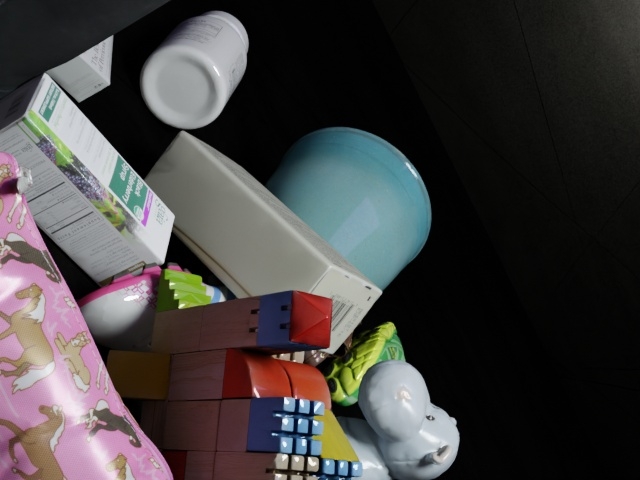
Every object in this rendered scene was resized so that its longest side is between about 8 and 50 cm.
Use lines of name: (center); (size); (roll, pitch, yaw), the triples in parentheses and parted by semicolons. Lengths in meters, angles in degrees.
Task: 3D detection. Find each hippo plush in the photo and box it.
hippo plush: (0.064, 0.296, 1.324); (0.294, 0.236, 0.234); (63, 21, -7)

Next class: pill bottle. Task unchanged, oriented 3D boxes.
pill bottle: (-0.184, -0.272, 1.502); (0.131, 0.131, 0.229); (57, 23, -21)

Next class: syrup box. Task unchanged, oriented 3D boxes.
syrup box: (-0.276, -0.060, 1.108); (0.237, 0.096, 0.093); (50, 25, -31)

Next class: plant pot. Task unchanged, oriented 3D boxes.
plant pot: (0.000, 0.000, 1.498); (0.272, 0.271, 0.255); (59, 37, -15)

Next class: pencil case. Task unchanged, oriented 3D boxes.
pencil case: (-0.271, 0.106, 0.839); (0.386, 0.167, 0.160); (65, 23, -2)

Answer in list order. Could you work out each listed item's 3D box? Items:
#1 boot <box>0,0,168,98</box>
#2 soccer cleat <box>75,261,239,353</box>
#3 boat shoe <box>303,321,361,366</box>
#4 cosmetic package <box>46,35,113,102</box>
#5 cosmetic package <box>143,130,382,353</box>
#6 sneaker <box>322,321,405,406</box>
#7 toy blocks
boot: (-0.302, -0.300, 0.820); (0.367, 0.445, 0.146); (48, 27, -38)
soccer cleat: (-0.159, 0.112, 1.160); (0.143, 0.116, 0.331); (65, 20, 14)
boat shoe: (0.013, 0.160, 1.572); (0.073, 0.073, 0.207); (51, 28, 12)
cosmetic package: (-0.326, -0.305, 1.302); (0.099, 0.060, 0.239); (42, 31, -44)
cosmetic package: (-0.083, 0.002, 1.275); (0.309, 0.113, 0.160); (41, 6, 32)
sneaker: (0.094, 0.222, 1.651); (0.123, 0.109, 0.295); (61, 21, 0)
toy blocks: (-0.070, 0.207, 0.940); (0.190, 0.261, 0.381); (16, 72, -38)
